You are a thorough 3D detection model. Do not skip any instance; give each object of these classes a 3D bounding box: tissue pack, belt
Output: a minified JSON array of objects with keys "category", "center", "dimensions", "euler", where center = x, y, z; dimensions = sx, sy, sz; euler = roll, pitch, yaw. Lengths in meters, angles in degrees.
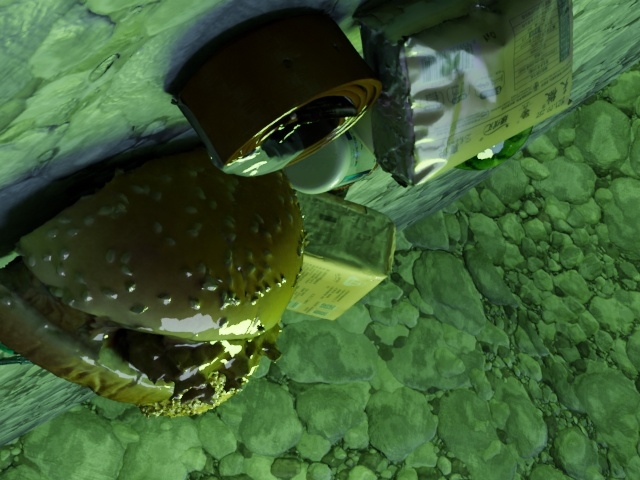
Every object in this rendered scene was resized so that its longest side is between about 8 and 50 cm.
[{"category":"tissue pack","center":[0.000,0.000,2.005],"dimensions":[0.239,0.238,0.305],"euler":[-28,172,-26]},{"category":"tissue pack","center":[0.178,-0.204,1.187],"dimensions":[0.257,0.123,0.215],"euler":[-26,132,-19]},{"category":"belt","center":[-0.040,-0.148,1.068],"dimensions":[0.184,0.105,0.261],"euler":[-37,175,25]}]

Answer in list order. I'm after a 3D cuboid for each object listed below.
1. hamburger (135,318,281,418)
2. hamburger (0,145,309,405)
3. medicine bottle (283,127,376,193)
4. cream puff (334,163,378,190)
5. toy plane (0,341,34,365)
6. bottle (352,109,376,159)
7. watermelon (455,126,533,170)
[{"category":"hamburger","center":[-0.226,0.142,1.663],"dimensions":[0.294,0.276,0.179],"euler":[-41,-177,-17]},{"category":"hamburger","center":[-0.159,0.052,1.246],"dimensions":[0.268,0.287,0.445],"euler":[-37,176,29]},{"category":"medicine bottle","center":[0.018,-0.127,1.433],"dimensions":[0.107,0.107,0.191],"euler":[-34,176,23]},{"category":"cream puff","center":[0.036,-0.128,1.631],"dimensions":[0.149,0.084,0.149],"euler":[-30,171,-5]},{"category":"toy plane","center":[-0.435,0.139,1.465],"dimensions":[0.235,0.096,0.060],"euler":[-7,159,-29]},{"category":"bottle","center":[0.161,-0.204,1.365],"dimensions":[0.236,0.147,0.147],"euler":[-36,172,20]},{"category":"watermelon","center":[0.226,-0.195,1.541],"dimensions":[0.188,0.188,0.215],"euler":[-36,175,36]}]
